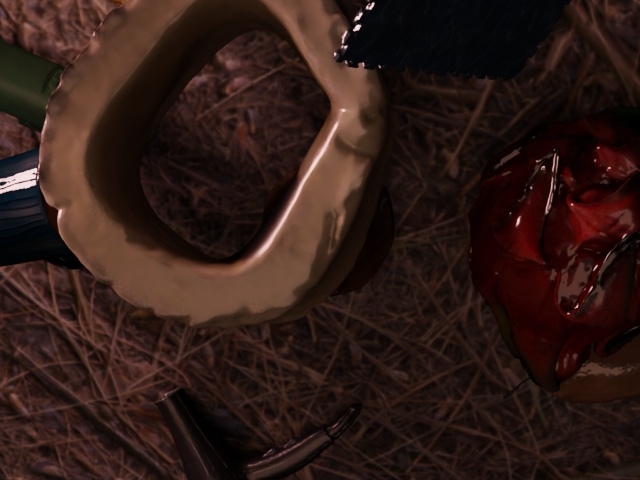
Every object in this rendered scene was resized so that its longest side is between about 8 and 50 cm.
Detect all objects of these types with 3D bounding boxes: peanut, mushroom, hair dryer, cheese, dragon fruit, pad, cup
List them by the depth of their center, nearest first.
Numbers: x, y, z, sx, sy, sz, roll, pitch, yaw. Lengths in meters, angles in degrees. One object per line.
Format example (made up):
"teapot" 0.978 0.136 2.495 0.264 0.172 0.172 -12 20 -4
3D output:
"pad" 0.159 -0.243 0.904 0.012 0.269 0.269 50 125 28
"dragon fruit" 0.231 0.018 0.994 0.234 0.234 0.293 19 96 3
"cheese" -0.076 -0.091 1.007 0.292 0.153 0.332 32 94 8
"peanut" 0.297 0.124 1.106 0.152 0.076 0.076 -9 107 8
"mushroom" -0.001 0.001 1.114 0.135 0.080 0.170 28 109 10
"cup" -0.291 -0.019 1.130 0.138 0.113 0.150 -10 113 30
"hair dryer" -0.056 0.220 1.222 0.219 0.075 0.195 -28 93 8

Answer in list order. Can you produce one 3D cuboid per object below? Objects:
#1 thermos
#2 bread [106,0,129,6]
"thermos" -0.295 -0.149 1.116 0.188 0.073 0.083 23 105 1
"bread" -0.176 -0.288 1.064 0.129 0.044 0.126 32 105 1
